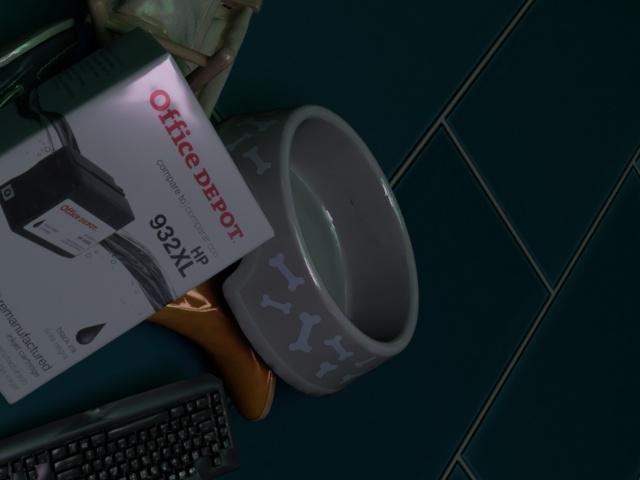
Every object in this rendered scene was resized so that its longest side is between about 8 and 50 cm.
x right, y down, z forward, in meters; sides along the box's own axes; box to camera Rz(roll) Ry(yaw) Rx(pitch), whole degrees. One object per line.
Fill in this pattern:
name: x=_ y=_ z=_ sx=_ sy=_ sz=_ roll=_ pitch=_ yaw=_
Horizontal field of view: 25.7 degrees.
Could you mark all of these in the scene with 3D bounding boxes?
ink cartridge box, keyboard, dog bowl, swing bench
ink cartridge box: x=-0.234 y=-0.027 z=1.353 sx=0.307 sy=0.129 sz=0.223 roll=-33 pitch=117 yaw=-7
keyboard: x=-0.219 y=0.272 z=1.458 sx=0.317 sy=0.033 sz=0.201 roll=-16 pitch=104 yaw=-34
dog bowl: x=0.000 y=0.000 z=1.631 sx=0.349 sy=0.102 sz=0.349 roll=45 pitch=34 yaw=-43
swing bench: x=-0.153 y=-0.258 z=1.544 sx=0.165 sy=0.254 sz=0.253 roll=22 pitch=62 yaw=-6

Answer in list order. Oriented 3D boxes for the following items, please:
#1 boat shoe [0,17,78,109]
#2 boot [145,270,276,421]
boat shoe: x=-0.333 y=-0.142 z=1.425 sx=0.254 sy=0.095 sz=0.079 roll=-45 pitch=111 yaw=-38
boot: x=-0.171 y=0.072 z=1.550 sx=0.211 sy=0.104 sz=0.295 roll=-9 pitch=85 yaw=-38
